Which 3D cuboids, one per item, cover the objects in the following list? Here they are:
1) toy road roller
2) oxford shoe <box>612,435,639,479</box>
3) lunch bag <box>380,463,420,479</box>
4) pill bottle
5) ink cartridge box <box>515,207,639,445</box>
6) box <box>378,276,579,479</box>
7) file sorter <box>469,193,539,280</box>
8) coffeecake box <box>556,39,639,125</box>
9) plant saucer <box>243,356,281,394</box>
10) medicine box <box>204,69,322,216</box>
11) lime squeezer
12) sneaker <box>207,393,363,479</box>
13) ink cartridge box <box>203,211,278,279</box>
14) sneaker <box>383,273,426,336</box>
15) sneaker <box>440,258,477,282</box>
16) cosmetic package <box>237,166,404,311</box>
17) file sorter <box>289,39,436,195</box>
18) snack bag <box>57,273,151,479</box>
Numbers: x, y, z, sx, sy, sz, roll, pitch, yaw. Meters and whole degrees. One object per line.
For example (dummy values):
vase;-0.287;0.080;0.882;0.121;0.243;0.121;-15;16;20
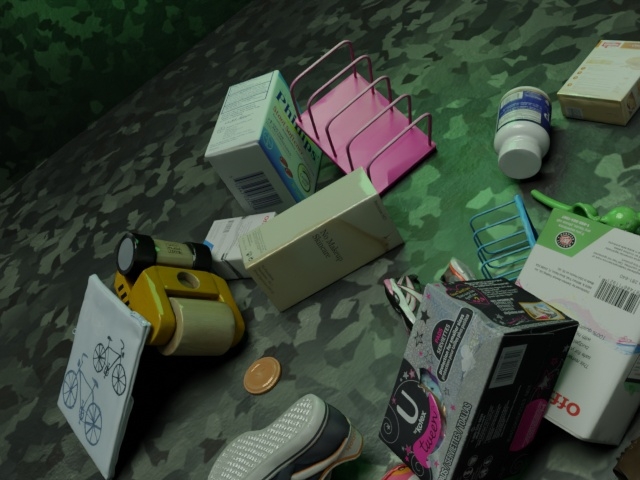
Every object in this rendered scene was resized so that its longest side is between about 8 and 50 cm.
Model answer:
toy road roller;-0.339;0.156;1.433;0.241;0.202;0.330;-56;47;25
oxford shoe;0.430;0.278;0.852;0.096;0.083;0.227;-6;45;37
lunch bag;0.112;0.451;0.858;0.258;0.120;0.293;14;56;42
pill bottle;0.419;-0.221;1.360;0.112;0.112;0.187;-7;46;30
ink cartridge box;0.380;0.120;0.945;0.201;0.117;0.278;29;94;49
box;0.203;0.190;0.880;0.142;0.163;0.247;35;119;48
file sorter;0.336;0.030;1.151;0.104;0.118;0.170;-22;40;20
coffeecake box;0.613;-0.335;1.377;0.185;0.068;0.142;-48;40;-17
plant saucer;-0.117;0.267;1.305;0.083;0.013;0.084;-19;40;17
medicine box;-0.128;-0.222;1.626;0.149;0.263;0.289;-13;43;23
lime squeezer;0.505;-0.056;1.170;0.310;0.059;0.110;7;54;41
sneaker;-0.064;0.373;1.082;0.321;0.127;0.126;-39;24;35
ink cartridge box;-0.185;0.015;1.563;0.190;0.082;0.140;-5;47;30
sneaker;0.180;0.118;1.210;0.077;0.072;0.178;-23;44;-4
sneaker;0.264;0.104;1.188;0.065;0.061;0.158;-51;31;23
cosmetic package;0.000;0.000;1.389;0.309;0.160;0.113;-30;39;6
file sorter;0.094;-0.283;1.504;0.202;0.182;0.291;-40;69;-7
snack bag;-0.462;0.269;1.387;0.323;0.037;0.343;25;102;49
